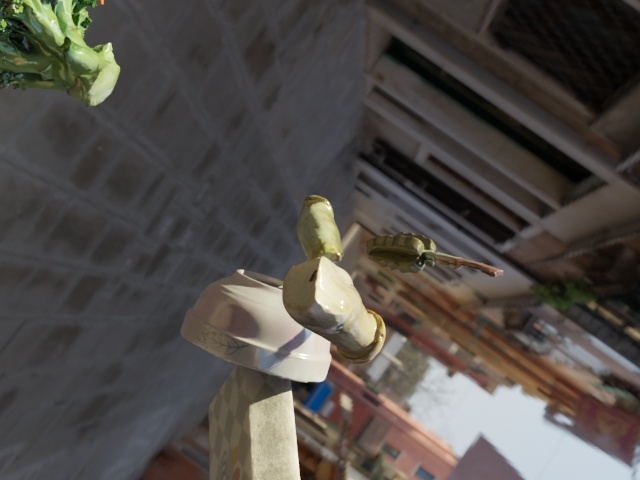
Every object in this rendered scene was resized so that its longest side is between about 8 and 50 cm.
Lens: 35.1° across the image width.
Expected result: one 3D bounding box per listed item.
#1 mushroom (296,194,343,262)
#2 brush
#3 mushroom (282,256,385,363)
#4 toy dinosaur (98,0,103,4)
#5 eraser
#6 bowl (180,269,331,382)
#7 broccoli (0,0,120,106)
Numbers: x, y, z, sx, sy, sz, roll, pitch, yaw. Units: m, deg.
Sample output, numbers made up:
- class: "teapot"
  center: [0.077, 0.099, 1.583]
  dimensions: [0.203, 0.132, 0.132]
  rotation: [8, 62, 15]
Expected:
- class: "mushroom"
  center: [0.001, 0.003, 2.017]
  dimensions: [0.087, 0.107, 0.333]
  rotation: [-18, -159, 1]
- class: "brush"
  center: [0.207, 0.029, 1.832]
  dimensions: [0.084, 0.301, 0.071]
  rotation: [-15, 108, -37]
- class: "mushroom"
  center: [0.014, 0.093, 1.400]
  dimensions: [0.096, 0.108, 0.247]
  rotation: [-66, 152, -14]
- class: "toy dinosaur"
  center: [-0.496, -0.419, 1.783]
  dimensions: [0.279, 0.055, 0.102]
  rotation: [-6, 113, -56]
- class: "eraser"
  center: [-0.121, 0.388, 1.755]
  dimensions: [0.213, 0.082, 0.397]
  rotation: [-58, -156, 34]
- class: "bowl"
  center: [-0.103, 0.146, 1.866]
  dimensions: [0.287, 0.286, 0.144]
  rotation: [-18, 127, -83]
- class: "broccoli"
  center: [-0.407, -0.304, 1.447]
  dimensions: [0.270, 0.270, 0.270]
  rotation: [-46, 173, -7]
